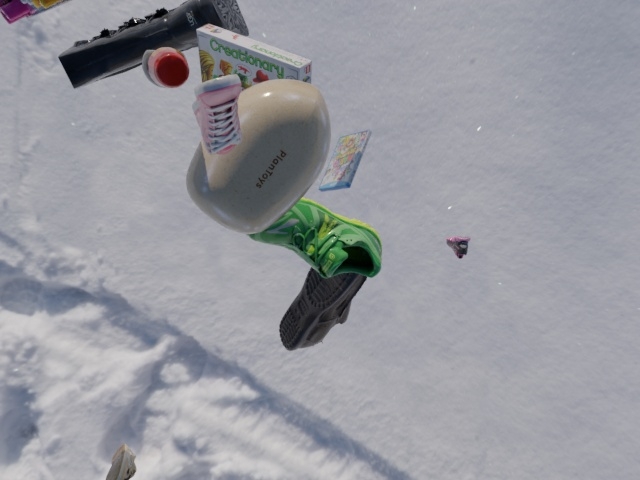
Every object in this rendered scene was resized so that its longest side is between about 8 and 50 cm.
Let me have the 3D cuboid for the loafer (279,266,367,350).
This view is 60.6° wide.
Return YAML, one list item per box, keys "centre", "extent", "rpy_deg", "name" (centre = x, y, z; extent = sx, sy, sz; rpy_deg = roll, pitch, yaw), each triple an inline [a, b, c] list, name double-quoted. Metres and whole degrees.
- centre: [0.021, 0.152, 1.444]
  extent: [0.366, 0.130, 0.133]
  rpy_deg: [-52, 47, 34]
  name: "loafer"

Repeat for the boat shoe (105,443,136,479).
- centre: [-0.480, 0.560, 1.344]
  extent: [0.059, 0.170, 0.063]
  rpy_deg: [42, 88, -14]
  name: "boat shoe"

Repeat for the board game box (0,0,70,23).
- centre: [-0.534, -0.512, 0.788]
  extent: [0.050, 0.390, 0.389]
  rpy_deg: [-41, 124, -20]
  name: "board game box"

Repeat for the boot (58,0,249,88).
- centre: [-0.449, -0.560, 1.535]
  extent: [0.446, 0.367, 0.146]
  rpy_deg: [-20, 104, 12]
  name: "boot"

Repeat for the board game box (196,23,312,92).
- centre: [-0.160, -0.378, 1.312]
  extent: [0.305, 0.192, 0.053]
  rpy_deg: [26, 48, 22]
  name: "board game box"

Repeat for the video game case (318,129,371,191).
- centre: [0.062, -0.205, 1.419]
  extent: [0.015, 0.119, 0.166]
  rpy_deg: [32, 70, -33]
  name: "video game case"

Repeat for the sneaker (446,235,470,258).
- centre: [0.349, 0.019, 1.393]
  extent: [0.047, 0.119, 0.057]
  rpy_deg: [-2, 88, 1]
  name: "sneaker"

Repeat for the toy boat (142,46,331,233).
- centre: [-0.137, -0.180, 0.854]
  extent: [0.267, 0.148, 0.318]
  rpy_deg: [-48, 118, 1]
  name: "toy boat"

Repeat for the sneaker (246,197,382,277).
- centre: [0.000, 0.000, 1.055]
  extent: [0.296, 0.123, 0.109]
  rpy_deg: [13, 127, -23]
  name: "sneaker"

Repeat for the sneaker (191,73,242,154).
- centre: [-0.107, -0.134, 0.602]
  extent: [0.051, 0.134, 0.070]
  rpy_deg: [-21, 96, -18]
  name: "sneaker"
